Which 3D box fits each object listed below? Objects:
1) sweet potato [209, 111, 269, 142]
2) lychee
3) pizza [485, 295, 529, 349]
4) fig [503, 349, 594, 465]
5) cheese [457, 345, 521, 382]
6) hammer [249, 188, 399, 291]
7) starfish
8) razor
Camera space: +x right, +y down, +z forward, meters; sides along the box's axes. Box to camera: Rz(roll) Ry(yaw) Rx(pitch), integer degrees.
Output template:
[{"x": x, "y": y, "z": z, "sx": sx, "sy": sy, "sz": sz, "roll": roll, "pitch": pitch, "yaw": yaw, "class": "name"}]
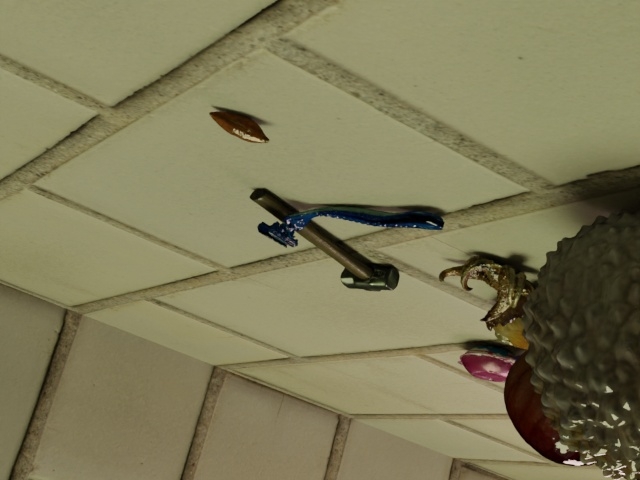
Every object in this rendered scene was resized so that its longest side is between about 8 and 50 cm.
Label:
[{"x": -0.116, "y": -0.165, "z": 1.569, "sx": 0.095, "sy": 0.034, "sz": 0.034, "roll": 28, "pitch": 161, "yaw": -2, "class": "sweet potato"}, {"x": 0.455, "y": 0.146, "z": 1.453, "sx": 0.381, "sy": 0.432, "sz": 0.380, "roll": 13, "pitch": 131, "yaw": 16, "class": "lychee"}, {"x": 0.512, "y": 0.144, "z": 1.883, "sx": 0.435, "sy": 0.080, "sz": 0.392, "roll": 12, "pitch": 162, "yaw": 8, "class": "pizza"}, {"x": 0.437, "y": 0.275, "z": 1.879, "sx": 0.235, "sy": 0.235, "sz": 0.214, "roll": 28, "pitch": 122, "yaw": -33, "class": "fig"}, {"x": 0.400, "y": 0.267, "z": 2.358, "sx": 0.155, "sy": 0.062, "sz": 0.244, "roll": 27, "pitch": 158, "yaw": -33, "class": "cheese"}, {"x": 0.000, "y": 0.000, "z": 1.955, "sx": 0.111, "sy": 0.043, "sz": 0.365, "roll": 1, "pitch": 155, "yaw": 41, "class": "hammer"}, {"x": 0.296, "y": 0.086, "z": 1.869, "sx": 0.190, "sy": 0.074, "sz": 0.146, "roll": 19, "pitch": 157, "yaw": 40, "class": "starfish"}, {"x": 0.055, "y": -0.033, "z": 1.788, "sx": 0.324, "sy": 0.056, "sz": 0.093, "roll": -4, "pitch": 161, "yaw": 31, "class": "razor"}]
